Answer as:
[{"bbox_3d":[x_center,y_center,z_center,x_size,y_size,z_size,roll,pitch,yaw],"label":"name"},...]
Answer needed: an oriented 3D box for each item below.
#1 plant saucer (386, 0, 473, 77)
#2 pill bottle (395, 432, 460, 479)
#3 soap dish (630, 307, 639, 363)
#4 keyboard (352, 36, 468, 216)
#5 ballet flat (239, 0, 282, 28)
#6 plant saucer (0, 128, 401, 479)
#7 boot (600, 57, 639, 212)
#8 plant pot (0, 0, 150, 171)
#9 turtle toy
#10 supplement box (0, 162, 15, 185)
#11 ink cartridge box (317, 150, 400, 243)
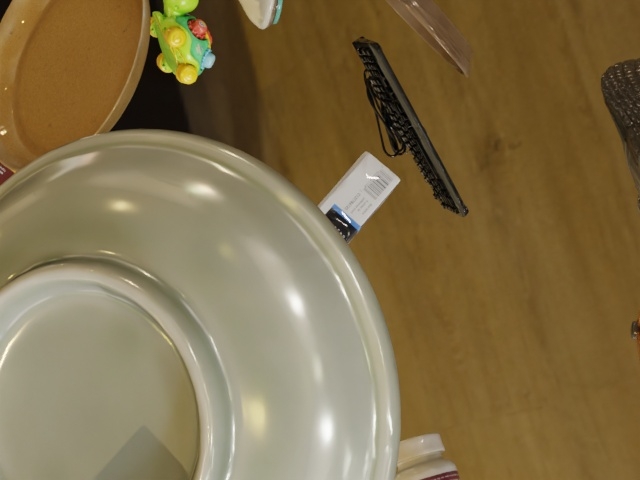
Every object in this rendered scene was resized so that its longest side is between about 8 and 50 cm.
[{"bbox_3d":[0.153,-0.373,1.728,0.041,0.278,0.278,-44,55,7],"label":"plant saucer"},{"bbox_3d":[0.198,0.463,1.911,0.121,0.121,0.221,-40,60,49],"label":"pill bottle"},{"bbox_3d":[0.453,0.074,1.263,0.229,0.118,0.291,-76,-11,-56],"label":"soap dish"},{"bbox_3d":[0.076,-0.105,1.040,0.192,0.038,0.100,60,179,-16],"label":"keyboard"},{"bbox_3d":[-0.108,-0.510,1.575,0.139,0.139,0.400,-2,81,54],"label":"ballet flat"},{"bbox_3d":[-0.146,0.119,0.753,0.400,0.100,0.401,1,92,21],"label":"plant saucer"},{"bbox_3d":[0.512,-0.124,1.666,0.118,0.338,0.223,-7,127,16],"label":"boot"},{"bbox_3d":[-0.239,-0.173,1.022,0.236,0.032,0.236,-14,67,37],"label":"plant pot"},{"bbox_3d":[-0.173,-0.259,1.341,0.095,0.066,0.130,37,147,54],"label":"turtle toy"},{"bbox_3d":[-0.532,-0.135,1.490,0.194,0.191,0.129,-37,27,18],"label":"supplement box"},{"bbox_3d":[0.000,0.000,1.443,0.065,0.165,0.333,40,165,-1],"label":"ink cartridge box"}]
